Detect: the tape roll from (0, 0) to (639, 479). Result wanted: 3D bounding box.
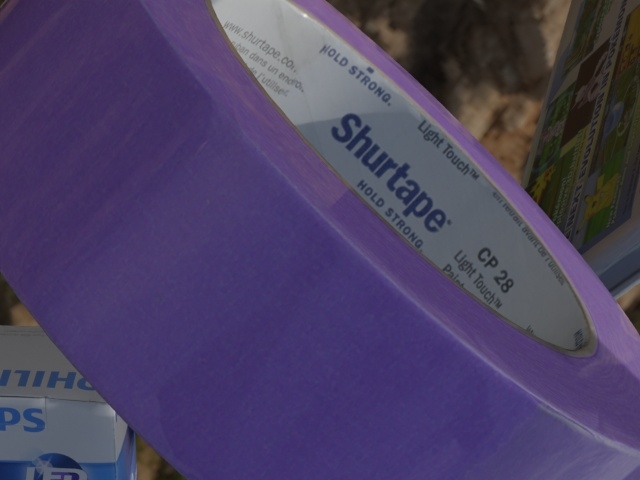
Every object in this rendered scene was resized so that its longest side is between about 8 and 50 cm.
[{"bbox_3d":[0.000,0.000,0.627,0.090,0.275,0.275,-46,136,14],"label":"tape roll"}]

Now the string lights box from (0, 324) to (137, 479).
[{"bbox_3d":[-0.175,0.178,1.042,0.133,0.077,0.260,2,120,2],"label":"string lights box"}]

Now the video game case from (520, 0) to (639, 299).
[{"bbox_3d":[0.206,-0.120,0.993,0.036,0.329,0.300,26,148,-12],"label":"video game case"}]
